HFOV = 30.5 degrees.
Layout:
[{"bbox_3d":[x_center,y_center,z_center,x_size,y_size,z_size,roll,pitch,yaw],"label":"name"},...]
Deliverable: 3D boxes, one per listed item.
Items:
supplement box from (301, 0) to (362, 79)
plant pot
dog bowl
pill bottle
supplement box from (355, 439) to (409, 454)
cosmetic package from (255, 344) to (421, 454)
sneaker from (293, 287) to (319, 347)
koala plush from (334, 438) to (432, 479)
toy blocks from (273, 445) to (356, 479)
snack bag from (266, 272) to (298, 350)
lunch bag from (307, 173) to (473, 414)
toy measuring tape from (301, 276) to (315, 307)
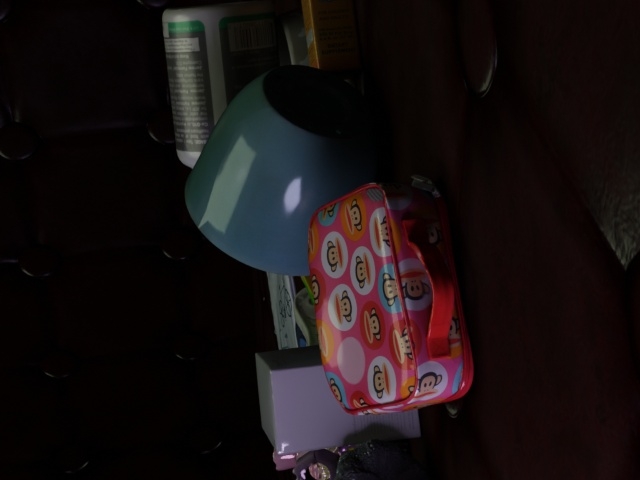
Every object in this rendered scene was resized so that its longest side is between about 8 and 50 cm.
[{"bbox_3d":[0.012,-0.381,1.914,0.080,0.078,0.233,139,123,-80],"label":"supplement box"},{"bbox_3d":[-0.040,-0.128,1.833,0.293,0.293,0.235,-105,31,-43],"label":"plant pot"},{"bbox_3d":[-0.015,-0.258,2.115,0.349,0.102,0.349,172,90,-82],"label":"dog bowl"},{"bbox_3d":[-0.166,-0.242,2.104,0.204,0.204,0.361,-131,35,-75],"label":"pill bottle"},{"bbox_3d":[0.111,0.440,1.942,0.130,0.073,0.239,-157,61,-81],"label":"supplement box"},{"bbox_3d":[0.021,0.241,1.864,0.224,0.224,0.138,-173,75,-81],"label":"cosmetic package"},{"bbox_3d":[0.038,0.259,2.174,0.323,0.130,0.236,-113,8,-47],"label":"sneaker"},{"bbox_3d":[0.063,0.425,1.767,0.221,0.196,0.203,126,147,-55],"label":"koala plush"},{"bbox_3d":[-0.042,0.485,2.113,0.309,0.260,0.289,-35,-60,-79],"label":"toy blocks"},{"bbox_3d":[-0.064,0.184,2.511,0.323,0.037,0.343,119,143,-74],"label":"snack bag"},{"bbox_3d":[0.092,0.071,1.501,0.258,0.120,0.293,-26,70,61],"label":"lunch bag"},{"bbox_3d":[0.000,0.000,2.056,0.121,0.121,0.330,-129,16,-75],"label":"toy measuring tape"}]
